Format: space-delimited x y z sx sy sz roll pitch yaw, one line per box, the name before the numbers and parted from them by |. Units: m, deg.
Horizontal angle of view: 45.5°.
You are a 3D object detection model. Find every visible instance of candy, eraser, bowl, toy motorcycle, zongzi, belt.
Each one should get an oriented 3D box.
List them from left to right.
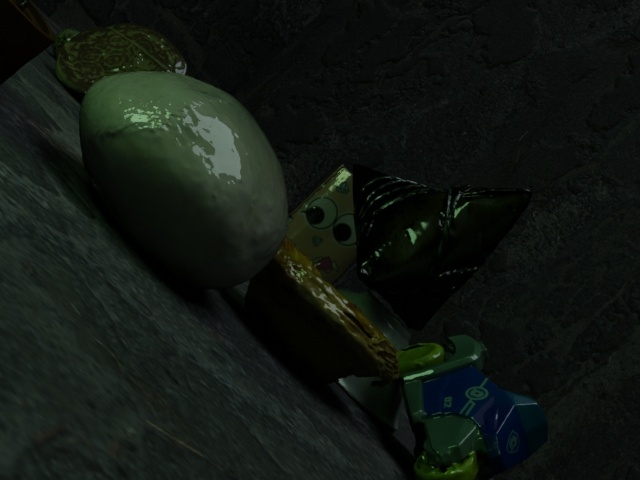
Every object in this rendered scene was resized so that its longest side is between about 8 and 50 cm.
belt | -0.359 -0.243 0.744 0.184 0.105 0.261 49 0 -41
candy | -0.143 -0.078 0.841 0.295 0.185 0.295 51 -3 4
eraser | 0.000 0.000 1.620 0.171 0.290 0.087 46 -2 -2
bowl | 0.073 0.177 1.374 0.313 0.146 0.313 45 -1 1
zongzi | 0.151 -0.038 1.429 0.383 0.319 0.362 104 -37 -70
toy motorcycle | 0.223 0.273 1.147 0.326 0.200 0.191 -94 168 -81

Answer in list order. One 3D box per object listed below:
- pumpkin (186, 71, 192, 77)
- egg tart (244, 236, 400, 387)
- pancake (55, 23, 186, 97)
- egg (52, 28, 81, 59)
pumpkin | -0.357 -0.298 1.668 0.320 0.192 0.320 49 3 -4
egg tart | -0.016 0.104 1.054 0.295 0.116 0.295 45 2 -2
pancake | -0.394 -0.346 1.494 0.250 0.250 0.031 46 -33 23
egg | -0.589 -0.452 1.803 0.085 0.085 0.110 46 -19 -5
